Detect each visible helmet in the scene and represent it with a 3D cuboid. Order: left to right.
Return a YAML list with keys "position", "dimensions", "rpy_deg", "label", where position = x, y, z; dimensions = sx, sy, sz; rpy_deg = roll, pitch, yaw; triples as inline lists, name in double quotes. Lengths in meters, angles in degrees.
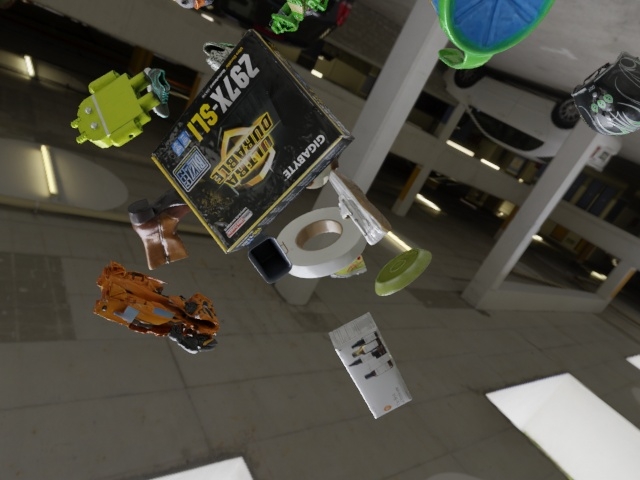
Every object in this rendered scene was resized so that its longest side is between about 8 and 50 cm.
- position: [0.671, -0.316, 0.942]
  dimensions: [0.161, 0.169, 0.169]
  rpy_deg: [46, -160, -1]
  label: "helmet"

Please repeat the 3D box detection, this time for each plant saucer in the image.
- position: [0.283, 0.101, 1.492]
  dimensions: [0.037, 0.241, 0.241]
  rpy_deg: [50, -163, -9]
  label: "plant saucer"

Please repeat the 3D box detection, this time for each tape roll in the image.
- position: [0.000, 0.000, 1.759]
  dimensions: [0.392, 0.392, 0.072]
  rpy_deg: [54, 168, 53]
  label: "tape roll"

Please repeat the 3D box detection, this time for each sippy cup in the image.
- position: [0.311, -0.527, 0.835]
  dimensions: [0.240, 0.305, 0.224]
  rpy_deg: [23, -146, -34]
  label: "sippy cup"

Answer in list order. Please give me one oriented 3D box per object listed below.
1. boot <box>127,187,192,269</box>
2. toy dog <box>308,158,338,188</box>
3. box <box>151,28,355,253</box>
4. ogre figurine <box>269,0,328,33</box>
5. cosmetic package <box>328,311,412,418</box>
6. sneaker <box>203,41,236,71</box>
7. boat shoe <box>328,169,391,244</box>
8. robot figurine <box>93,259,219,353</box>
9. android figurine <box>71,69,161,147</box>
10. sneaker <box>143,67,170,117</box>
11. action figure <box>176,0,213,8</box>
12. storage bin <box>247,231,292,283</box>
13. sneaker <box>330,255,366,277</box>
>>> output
- position: [-0.495, -0.033, 1.454]
  dimensions: [0.264, 0.280, 0.096]
  rpy_deg: [-26, -131, -23]
  label: "boot"
- position: [-0.094, -0.416, 1.864]
  dimensions: [0.284, 0.395, 0.408]
  rpy_deg: [-30, -98, -29]
  label: "toy dog"
- position: [-0.138, -0.175, 0.793]
  dimensions: [0.257, 0.322, 0.079]
  rpy_deg: [52, -158, 8]
  label: "box"
- position: [-0.035, -0.523, 0.910]
  dimensions: [0.097, 0.118, 0.197]
  rpy_deg: [33, 168, -9]
  label: "ogre figurine"
- position: [0.112, 0.276, 0.909]
  dimensions: [0.239, 0.099, 0.060]
  rpy_deg: [62, -178, -28]
  label: "cosmetic package"
- position: [-0.334, -0.679, 1.543]
  dimensions: [0.182, 0.158, 0.410]
  rpy_deg: [31, -159, -27]
  label: "sneaker"
- position: [0.097, -0.103, 1.290]
  dimensions: [0.098, 0.096, 0.277]
  rpy_deg: [4, -136, -53]
  label: "boat shoe"
- position: [-0.354, 0.155, 0.956]
  dimensions: [0.291, 0.085, 0.211]
  rpy_deg: [28, -171, -33]
  label: "robot figurine"
- position: [-0.610, -0.384, 1.239]
  dimensions: [0.248, 0.272, 0.056]
  rpy_deg: [62, -177, 20]
  label: "android figurine"
- position: [-0.551, -0.510, 1.447]
  dimensions: [0.076, 0.167, 0.065]
  rpy_deg: [-1, -153, 22]
  label: "sneaker"
- position: [-0.314, -0.823, 1.244]
  dimensions: [0.178, 0.330, 0.341]
  rpy_deg: [46, 176, -14]
  label: "action figure"
- position: [-0.144, 0.030, 1.141]
  dimensions: [0.091, 0.098, 0.135]
  rpy_deg: [47, 170, 50]
  label: "storage bin"
- position: [0.117, 0.112, 1.866]
  dimensions: [0.081, 0.094, 0.208]
  rpy_deg: [-3, -174, 45]
  label: "sneaker"
